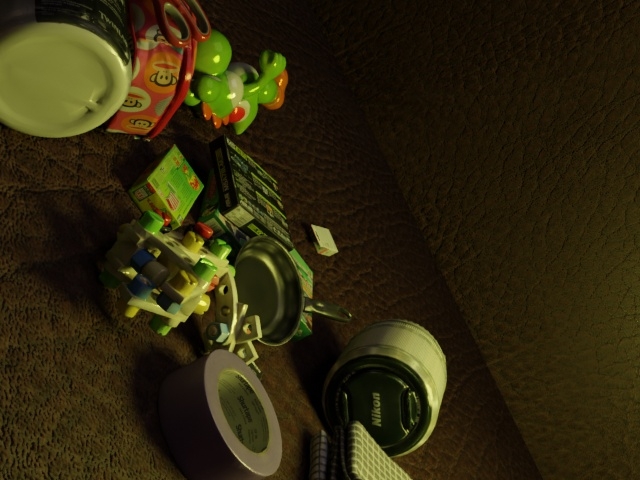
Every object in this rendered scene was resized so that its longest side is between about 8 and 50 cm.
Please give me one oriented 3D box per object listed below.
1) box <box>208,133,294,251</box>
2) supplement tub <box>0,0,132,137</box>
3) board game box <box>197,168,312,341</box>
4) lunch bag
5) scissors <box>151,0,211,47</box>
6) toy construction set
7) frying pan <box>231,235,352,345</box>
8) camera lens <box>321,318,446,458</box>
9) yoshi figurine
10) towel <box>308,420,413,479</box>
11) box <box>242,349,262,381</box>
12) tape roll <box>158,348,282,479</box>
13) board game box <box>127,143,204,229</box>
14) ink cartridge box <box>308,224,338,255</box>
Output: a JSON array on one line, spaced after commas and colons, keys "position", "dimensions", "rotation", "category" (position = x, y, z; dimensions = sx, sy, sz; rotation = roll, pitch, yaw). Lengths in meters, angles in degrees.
[{"position": [-0.132, -0.083, 1.712], "dimensions": [0.191, 0.045, 0.184], "rotation": [41, 24, -48], "category": "box"}, {"position": [-0.375, -0.324, 1.241], "dimensions": [0.207, 0.207, 0.338], "rotation": [43, 24, -47], "category": "supplement tub"}, {"position": [-0.117, 0.020, 1.745], "dimensions": [0.317, 0.046, 0.213], "rotation": [53, 18, -26], "category": "board game box"}, {"position": [-0.295, -0.317, 1.444], "dimensions": [0.120, 0.258, 0.293], "rotation": [7, 64, -28], "category": "lunch bag"}, {"position": [-0.260, -0.404, 1.285], "dimensions": [0.297, 0.021, 0.109], "rotation": [55, 37, -17], "category": "scissors"}, {"position": [-0.185, 0.063, 1.288], "dimensions": [0.215, 0.151, 0.327], "rotation": [43, -3, 30], "category": "toy construction set"}, {"position": [-0.063, 0.083, 1.648], "dimensions": [0.326, 0.053, 0.197], "rotation": [-10, 88, -56], "category": "frying pan"}, {"position": [0.131, 0.282, 1.757], "dimensions": [0.219, 0.219, 0.274], "rotation": [61, 16, -3], "category": "camera lens"}, {"position": [-0.198, -0.363, 1.903], "dimensions": [0.203, 0.203, 0.362], "rotation": [47, 18, 5], "category": "yoshi figurine"}, {"position": [0.096, 0.469, 1.530], "dimensions": [0.283, 0.121, 0.235], "rotation": [55, 17, -22], "category": "towel"}, {"position": [-0.129, 0.206, 1.458], "dimensions": [0.083, 0.018, 0.067], "rotation": [56, 18, -17], "category": "box"}, {"position": [-0.137, 0.253, 1.252], "dimensions": [0.189, 0.080, 0.189], "rotation": [54, 17, -25], "category": "tape roll"}, {"position": [-0.256, -0.087, 1.504], "dimensions": [0.092, 0.043, 0.181], "rotation": [57, 17, -18], "category": "board game box"}, {"position": [0.000, 0.000, 2.155], "dimensions": [0.115, 0.029, 0.062], "rotation": [15, 50, -67], "category": "ink cartridge box"}]
